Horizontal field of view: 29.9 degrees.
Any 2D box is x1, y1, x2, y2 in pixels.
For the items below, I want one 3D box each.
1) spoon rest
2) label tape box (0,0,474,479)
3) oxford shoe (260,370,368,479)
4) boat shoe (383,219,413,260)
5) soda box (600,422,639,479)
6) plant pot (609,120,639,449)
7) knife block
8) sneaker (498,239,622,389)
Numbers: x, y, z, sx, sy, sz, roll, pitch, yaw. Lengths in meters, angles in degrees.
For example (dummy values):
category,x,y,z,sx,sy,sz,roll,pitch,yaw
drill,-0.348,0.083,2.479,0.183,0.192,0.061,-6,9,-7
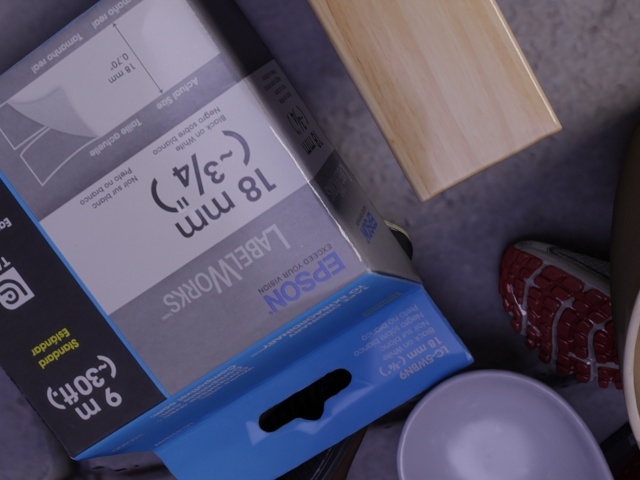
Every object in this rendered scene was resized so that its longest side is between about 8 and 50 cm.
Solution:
category,x,y,z,sx,sy,sz,roll,pitch,yaw
spoon rest,0.175,0.197,0.814,0.276,0.084,0.137,38,107,2
label tape box,-0.087,0.021,0.774,0.240,0.106,0.334,-33,99,15
oxford shoe,-0.015,0.199,0.916,0.096,0.083,0.227,16,110,-39
boat shoe,0.000,-0.002,0.833,0.133,0.042,0.049,15,117,-5
soda box,0.183,0.262,0.925,0.083,0.092,0.263,40,109,-16
plant pot,0.276,-0.004,0.703,0.256,0.274,0.257,0,115,1
knife block,0.012,-0.188,0.644,0.088,0.276,0.242,-28,141,13
sneaker,0.231,0.058,0.845,0.225,0.093,0.088,25,137,4
